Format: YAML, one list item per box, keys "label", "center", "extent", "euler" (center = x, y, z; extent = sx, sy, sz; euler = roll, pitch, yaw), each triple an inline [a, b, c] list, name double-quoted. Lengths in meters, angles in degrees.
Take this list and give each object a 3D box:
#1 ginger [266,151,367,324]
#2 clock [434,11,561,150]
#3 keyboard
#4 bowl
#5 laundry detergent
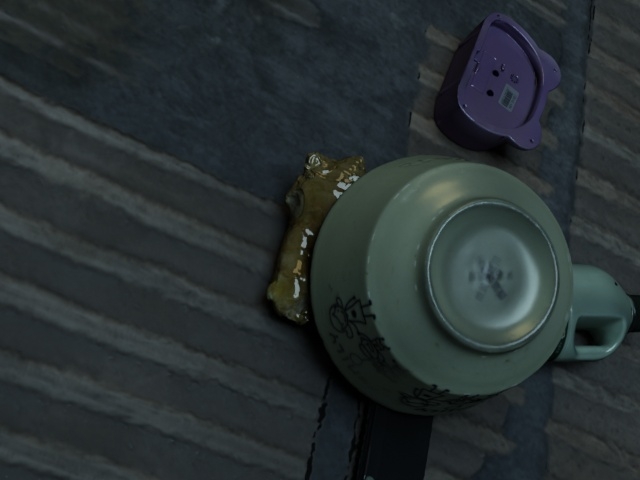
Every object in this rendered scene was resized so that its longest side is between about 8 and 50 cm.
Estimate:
- label: "ginger"
  center: [0.007, 0.003, 1.144]
  extent: [0.096, 0.067, 0.165]
  euler: [26, 72, -25]
- label: "clock"
  center: [0.186, -0.156, 1.329]
  extent: [0.110, 0.050, 0.153]
  euler: [34, 56, -14]
- label: "keyboard"
  center: [0.067, 0.171, 1.129]
  extent: [0.072, 0.023, 0.231]
  euler: [28, 57, -26]
- label: "bowl"
  center: [0.119, 0.033, 1.083]
  extent: [0.237, 0.126, 0.238]
  euler: [2, 83, -20]
- label: "laundry detergent"
  center: [0.240, 0.071, 1.248]
  extent: [0.225, 0.070, 0.099]
  euler: [4, 68, -31]
